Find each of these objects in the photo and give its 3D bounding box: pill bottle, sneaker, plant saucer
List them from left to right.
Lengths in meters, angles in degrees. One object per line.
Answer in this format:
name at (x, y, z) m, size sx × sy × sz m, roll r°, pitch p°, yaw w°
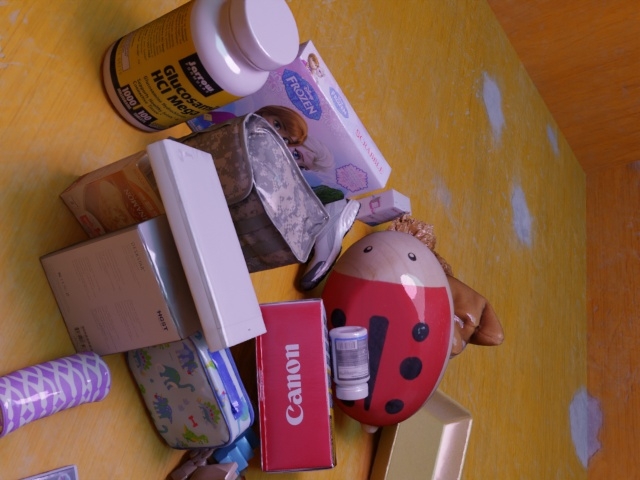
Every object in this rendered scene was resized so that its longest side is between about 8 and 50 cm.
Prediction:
pill bottle at (-0.211, -0.325, 1.385) m, size 0.188 × 0.333 × 0.188 m, roll 25°, pitch 58°, yaw -48°
sneaker at (0.000, 0.000, 1.805) m, size 0.108 × 0.100 × 0.272 m, roll 27°, pitch 56°, yaw -7°
pill bottle at (0.060, 0.247, 1.576) m, size 0.078 × 0.078 × 0.137 m, roll -12°, pitch 100°, yaw -56°
plant saucer at (0.236, 0.526, 1.904) m, size 0.332 × 0.081 × 0.333 m, roll 40°, pitch 59°, yaw -42°

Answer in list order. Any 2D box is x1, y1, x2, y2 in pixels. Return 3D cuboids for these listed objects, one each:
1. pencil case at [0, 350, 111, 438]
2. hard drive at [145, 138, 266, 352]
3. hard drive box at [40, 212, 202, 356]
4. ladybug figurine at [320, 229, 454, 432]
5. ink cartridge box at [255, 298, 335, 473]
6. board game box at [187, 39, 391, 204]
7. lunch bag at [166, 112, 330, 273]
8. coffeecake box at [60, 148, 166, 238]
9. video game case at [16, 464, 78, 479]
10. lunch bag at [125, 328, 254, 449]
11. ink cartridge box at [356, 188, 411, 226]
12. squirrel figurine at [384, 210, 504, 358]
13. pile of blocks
pencil case at (-0.402, 0.224, 1.129) m, size 0.206 × 0.086 × 0.088 m, roll -13°, pitch 123°, yaw -54°
hard drive at (-0.168, 0.008, 1.192) m, size 0.203 × 0.040 × 0.308 m, roll 3°, pitch 69°, yaw -79°
hard drive box at (-0.298, 0.073, 1.200) m, size 0.089 × 0.232 × 0.181 m, roll -31°, pitch 104°, yaw -55°
ladybug figurine at (0.132, 0.205, 1.681) m, size 0.162 × 0.305 × 0.450 m, roll -27°, pitch 121°, yaw -77°
ink cartridge box at (-0.045, 0.277, 1.475) m, size 0.272 × 0.130 × 0.310 m, roll 79°, pitch 7°, yaw -76°
board game box at (-0.073, -0.201, 1.556) m, size 0.319 × 0.317 × 0.066 m, roll 53°, pitch 40°, yaw -29°
lunch bag at (-0.159, -0.085, 1.458) m, size 0.287 × 0.235 × 0.169 m, roll 58°, pitch 40°, yaw -25°
coffeecake box at (-0.309, -0.056, 1.275) m, size 0.142 × 0.185 × 0.068 m, roll 59°, pitch 36°, yaw -22°
video game case at (-0.405, 0.431, 1.098) m, size 0.173 × 0.022 × 0.191 m, roll 0°, pitch 78°, yaw -56°
lunch bag at (-0.215, 0.241, 1.309) m, size 0.090 × 0.176 × 0.219 m, roll -35°, pitch 106°, yaw -54°
ink cartridge box at (0.162, -0.084, 2.026) m, size 0.088 × 0.122 × 0.052 m, roll 23°, pitch 60°, yaw -50°
squirrel figurine at (0.211, 0.138, 1.950) m, size 0.370 × 0.281 × 0.397 m, roll 22°, pitch 46°, yaw -39°
pile of blocks at (-0.168, 0.417, 1.334) m, size 0.113 × 0.148 × 0.362 m, roll 63°, pitch 35°, yaw -18°
